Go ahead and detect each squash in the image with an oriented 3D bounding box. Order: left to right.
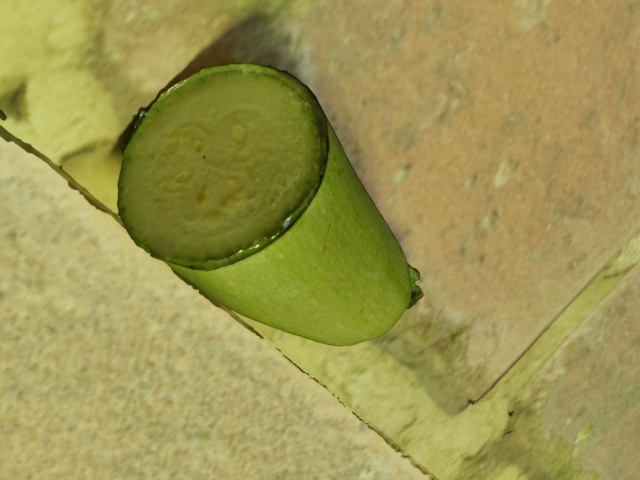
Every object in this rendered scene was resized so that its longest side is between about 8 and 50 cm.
[{"bbox_3d":[0.000,0.000,0.816,0.094,0.094,0.224,-49,150,2],"label":"squash"}]
